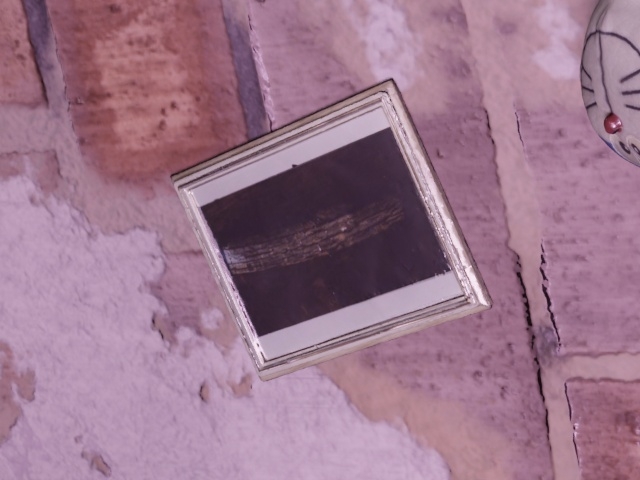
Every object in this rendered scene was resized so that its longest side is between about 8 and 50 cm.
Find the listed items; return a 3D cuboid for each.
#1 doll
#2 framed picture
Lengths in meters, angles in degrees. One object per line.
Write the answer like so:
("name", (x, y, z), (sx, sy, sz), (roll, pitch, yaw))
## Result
("doll", (0.258, -0.172, 1.285), (0.228, 0.154, 0.258), (-160, 65, -65))
("framed picture", (0.000, 0.000, 1.605), (0.293, 0.018, 0.231), (-22, 95, 38))
